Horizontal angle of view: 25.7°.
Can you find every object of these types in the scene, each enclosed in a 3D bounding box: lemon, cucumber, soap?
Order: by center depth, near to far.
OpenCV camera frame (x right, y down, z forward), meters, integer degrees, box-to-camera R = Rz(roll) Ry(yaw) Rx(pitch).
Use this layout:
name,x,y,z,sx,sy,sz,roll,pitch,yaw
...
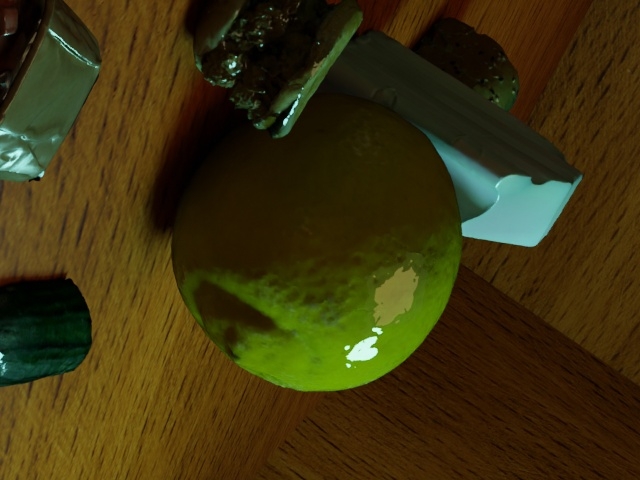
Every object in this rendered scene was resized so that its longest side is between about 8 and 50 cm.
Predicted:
name,x,y,z,sx,sy,sz,roll,pitch,yaw
cucumber,-0.292,0.101,1.339,0.115,0.063,0.244,-58,167,10
lemon,0.000,0.000,1.587,0.348,0.348,0.348,-52,168,-15
soap,0.151,-0.125,1.782,0.115,0.347,0.208,-62,167,27

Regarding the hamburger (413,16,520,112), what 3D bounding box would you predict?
name,x,y,z,sx,sy,sz,roll,pitch,yaw
hamburger,0.185,-0.198,2.163,0.288,0.192,0.168,-50,158,-25

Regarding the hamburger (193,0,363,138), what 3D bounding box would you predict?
name,x,y,z,sx,sy,sz,roll,pitch,yaw
hamburger,-0.050,-0.189,1.347,0.159,0.131,0.185,-56,179,-44

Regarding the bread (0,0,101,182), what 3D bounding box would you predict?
name,x,y,z,sx,sy,sz,roll,pitch,yaw
bread,-0.217,-0.121,0.635,0.142,0.224,0.212,-61,149,-5
